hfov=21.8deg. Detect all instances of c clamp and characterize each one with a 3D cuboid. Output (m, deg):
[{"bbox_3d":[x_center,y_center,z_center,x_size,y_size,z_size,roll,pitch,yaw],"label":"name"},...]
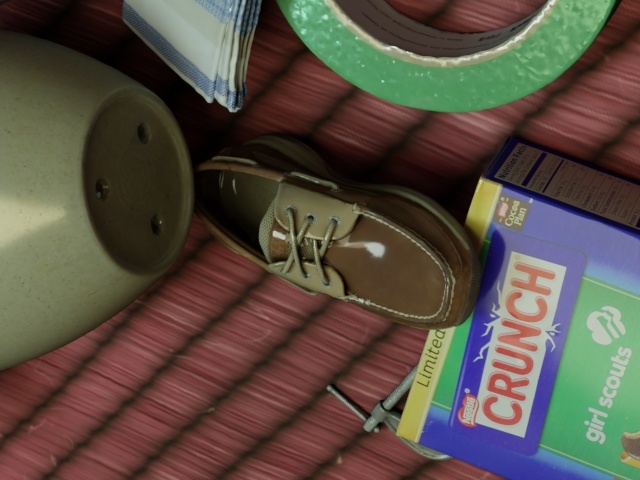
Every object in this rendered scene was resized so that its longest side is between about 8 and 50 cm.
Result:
[{"bbox_3d":[0.100,0.148,1.606,0.137,0.022,0.160,44,123,-1],"label":"c clamp"}]

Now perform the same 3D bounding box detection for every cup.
[{"bbox_3d":[-0.253,-0.043,1.472,0.237,0.331,0.331,-4,112,29],"label":"cup"}]

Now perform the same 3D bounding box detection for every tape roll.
[{"bbox_3d":[0.104,-0.268,1.377,0.321,0.077,0.321,9,116,19],"label":"tape roll"}]

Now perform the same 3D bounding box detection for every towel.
[{"bbox_3d":[-0.101,-0.277,1.429,0.209,0.034,0.285,43,130,44],"label":"towel"}]

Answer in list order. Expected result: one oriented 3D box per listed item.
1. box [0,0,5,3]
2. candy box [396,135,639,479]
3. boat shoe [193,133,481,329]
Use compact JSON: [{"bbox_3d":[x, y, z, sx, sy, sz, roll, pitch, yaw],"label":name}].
[{"bbox_3d":[-0.324,-0.325,1.448,0.117,0.213,0.243,-31,100,30],"label":"box"},{"bbox_3d":[0.258,0.094,1.448,0.317,0.122,0.268,21,116,13],"label":"candy box"},{"bbox_3d":[0.000,0.000,1.451,0.324,0.116,0.123,24,115,43],"label":"boat shoe"}]
